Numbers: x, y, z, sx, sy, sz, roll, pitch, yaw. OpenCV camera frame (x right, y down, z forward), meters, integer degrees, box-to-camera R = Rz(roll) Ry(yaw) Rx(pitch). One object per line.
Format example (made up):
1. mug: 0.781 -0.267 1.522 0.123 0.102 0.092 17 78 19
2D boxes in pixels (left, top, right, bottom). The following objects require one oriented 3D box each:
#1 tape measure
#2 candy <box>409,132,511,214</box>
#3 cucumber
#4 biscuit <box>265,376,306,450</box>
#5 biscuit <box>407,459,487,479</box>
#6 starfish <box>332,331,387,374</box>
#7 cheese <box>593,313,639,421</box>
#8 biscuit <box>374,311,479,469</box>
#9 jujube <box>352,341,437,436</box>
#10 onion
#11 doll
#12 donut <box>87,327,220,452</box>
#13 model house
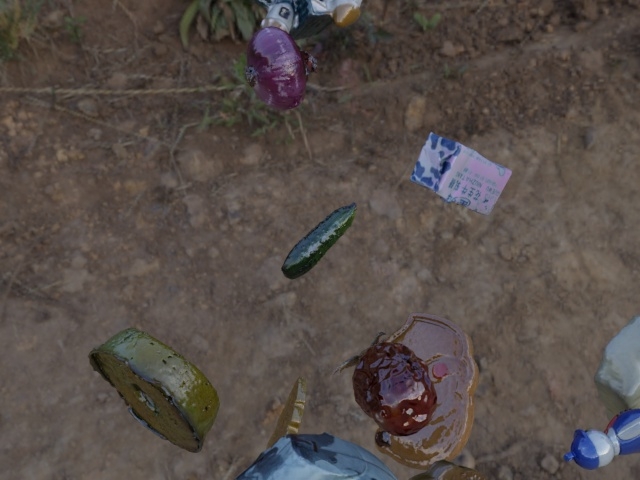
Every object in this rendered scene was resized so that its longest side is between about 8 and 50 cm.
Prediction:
1. tape measure: -0.013 0.360 0.812 0.256 0.275 0.147 -42 18 2
2. candy: 0.225 -0.103 1.095 0.160 0.092 0.073 17 12 -42
3. cucumber: 0.000 0.000 1.511 0.227 0.069 0.069 -44 35 4
4. biscuit: -0.077 0.456 1.682 0.041 0.212 0.239 23 70 -7
5. biscuit: 0.290 0.710 1.590 0.381 0.359 0.074 -34 10 -30
6. starfish: 0.134 0.382 2.221 0.057 0.238 0.213 53 33 15
7. cheese: 0.737 0.296 1.509 0.326 0.318 0.115 -7 24 -31
8. biscuit: 0.300 0.427 1.978 0.349 0.078 0.456 -17 61 33
9. jujube: 0.142 0.282 1.280 0.155 0.155 0.230 -15 10 -7
10. onion: -0.054 -0.239 0.940 0.104 0.115 0.115 -12 31 -12
11. doll: 0.352 0.234 0.800 0.142 0.099 0.058 -17 56 -8
12. donut: -0.293 0.262 1.246 0.271 0.272 0.107 14 50 34
13. model house: -0.036 -0.505 1.338 0.190 0.271 0.301 -16 50 56
